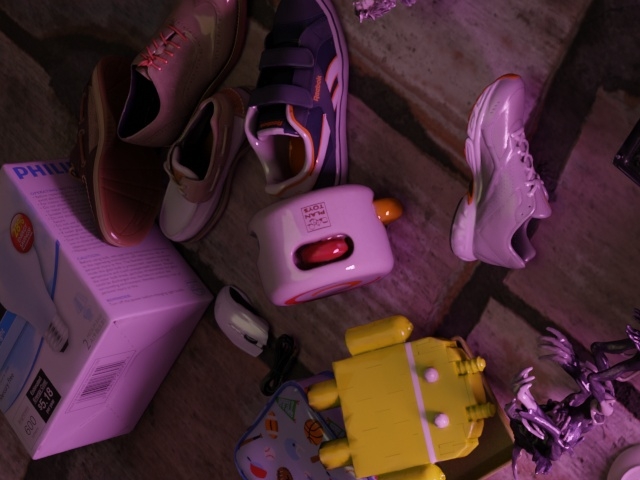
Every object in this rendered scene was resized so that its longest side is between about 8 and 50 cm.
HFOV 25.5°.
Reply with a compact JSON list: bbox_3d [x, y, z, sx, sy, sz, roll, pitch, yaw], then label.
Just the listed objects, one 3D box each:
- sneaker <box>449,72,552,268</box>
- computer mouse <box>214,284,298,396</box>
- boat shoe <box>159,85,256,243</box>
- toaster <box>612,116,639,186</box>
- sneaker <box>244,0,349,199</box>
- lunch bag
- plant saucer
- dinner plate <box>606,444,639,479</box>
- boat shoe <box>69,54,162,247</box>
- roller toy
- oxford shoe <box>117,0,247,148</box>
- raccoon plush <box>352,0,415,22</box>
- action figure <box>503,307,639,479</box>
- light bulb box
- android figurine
[{"bbox_3d":[0.254,-0.086,1.840,0.121,0.099,0.262,20,116,31],"label":"sneaker"},{"bbox_3d":[-0.116,0.148,2.233,0.193,0.042,0.106,44,123,30],"label":"computer mouse"},{"bbox_3d":[-0.195,-0.119,2.229,0.113,0.103,0.302,46,124,29],"label":"boat shoe"},{"bbox_3d":[0.460,-0.105,1.625,0.186,0.110,0.168,46,124,29],"label":"toaster"},{"bbox_3d":[-0.036,-0.213,2.058,0.126,0.127,0.321,-6,90,44],"label":"sneaker"},{"bbox_3d":[0.008,0.357,2.102,0.303,0.115,0.243,52,128,24],"label":"lunch bag"},{"bbox_3d":[0.186,0.251,1.968,0.188,0.045,0.188,-40,69,38],"label":"plant saucer"},{"bbox_3d":[0.420,0.328,1.785,0.141,0.017,0.141,8,102,41],"label":"dinner plate"},{"bbox_3d":[-0.349,-0.134,2.329,0.123,0.123,0.342,-31,60,42],"label":"boat shoe"},{"bbox_3d":[0.000,0.000,2.005,0.209,0.191,0.146,-23,79,42],"label":"roller toy"},{"bbox_3d":[-0.218,-0.290,2.208,0.123,0.130,0.348,39,120,32],"label":"oxford shoe"},{"bbox_3d":[0.217,-0.348,1.767,0.446,0.216,0.299,45,131,29],"label":"raccoon plush"},{"bbox_3d":[0.311,0.185,1.773,0.141,0.164,0.275,44,120,-5],"label":"action figure"},{"bbox_3d":[-0.425,0.105,2.388,0.361,0.225,0.358,50,125,25],"label":"light bulb box"},{"bbox_3d":[0.111,0.228,1.926,0.273,0.056,0.248,-16,78,29],"label":"android figurine"}]
